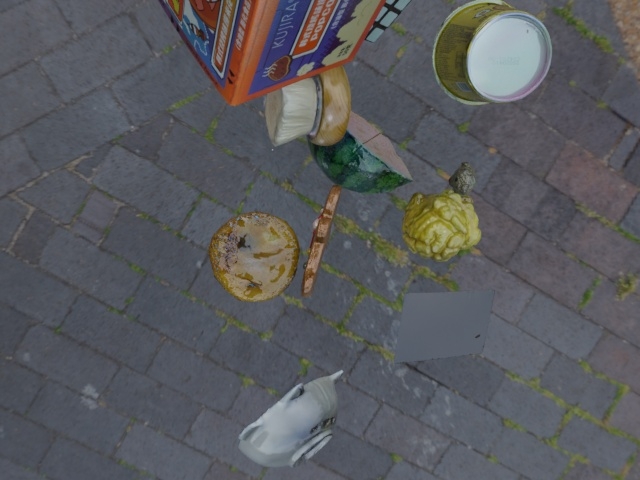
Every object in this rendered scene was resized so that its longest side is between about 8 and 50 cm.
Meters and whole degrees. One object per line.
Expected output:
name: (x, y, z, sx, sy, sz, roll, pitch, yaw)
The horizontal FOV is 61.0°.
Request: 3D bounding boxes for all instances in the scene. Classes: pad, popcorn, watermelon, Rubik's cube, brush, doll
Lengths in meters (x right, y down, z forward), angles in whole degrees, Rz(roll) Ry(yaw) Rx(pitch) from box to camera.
pad: (0.275, 0.186, 1.195, 0.264, 0.009, 0.160, 1, 103, -30)
popcorn: (0.322, -0.033, 1.438, 0.203, 0.226, 0.201, 17, 76, -13)
watermelon: (0.084, -0.267, 1.740, 0.319, 0.292, 0.222, 18, 131, -38)
Rubik's cube: (0.097, -0.601, 1.304, 0.162, 0.163, 0.161, -43, 69, 35)
brush: (-0.039, -0.344, 1.254, 0.166, 0.174, 0.267, 1, 60, -16)
doll: (0.469, -0.148, 1.873, 0.091, 0.286, 0.203, 8, 81, 5)

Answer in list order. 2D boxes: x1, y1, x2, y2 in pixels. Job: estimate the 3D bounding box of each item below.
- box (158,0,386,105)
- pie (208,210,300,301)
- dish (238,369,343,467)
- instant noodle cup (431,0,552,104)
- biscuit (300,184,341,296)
box: (-0.073, -0.431, 0.726, 0.256, 0.349, 0.319, -28, 82, -26)
pie: (-0.179, 0.042, 1.461, 0.273, 0.069, 0.274, 0, 112, 0)
dish: (-0.033, 0.332, 0.958, 0.086, 0.236, 0.228, 48, 136, 24)
instant noodle cup: (0.516, -0.551, 1.618, 0.325, 0.254, 0.326, -1, 111, -2)
biscuit: (-0.003, -0.001, 1.496, 0.049, 0.205, 0.324, 17, 84, 4)
